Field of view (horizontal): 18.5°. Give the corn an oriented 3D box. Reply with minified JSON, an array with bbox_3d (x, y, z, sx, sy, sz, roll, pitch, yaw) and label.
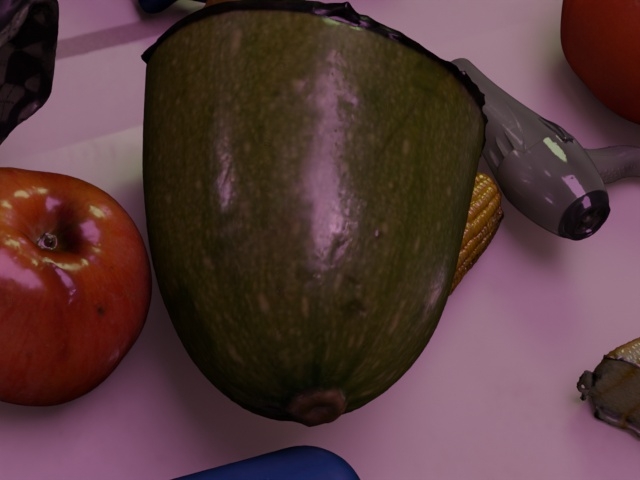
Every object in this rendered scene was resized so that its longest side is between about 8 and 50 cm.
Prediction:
[{"bbox_3d":[0.105,0.011,1.808,0.072,0.072,0.203,38,52,3],"label":"corn"}]

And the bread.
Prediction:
[{"bbox_3d":[0.322,0.121,1.806,0.156,0.103,0.110,32,58,-9],"label":"bread"}]

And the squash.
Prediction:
[{"bbox_3d":[-0.031,0.010,1.629,0.310,0.310,0.309,18,62,-11],"label":"squash"}]

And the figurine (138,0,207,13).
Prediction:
[{"bbox_3d":[-0.231,-0.330,1.855,0.338,0.204,0.283,35,45,-14],"label":"figurine"}]

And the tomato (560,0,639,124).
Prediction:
[{"bbox_3d":[0.365,-0.211,1.983,0.260,0.180,0.260,9,56,-14],"label":"tomato"}]

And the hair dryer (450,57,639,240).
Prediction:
[{"bbox_3d":[0.231,-0.108,1.941,0.229,0.092,0.267,40,32,18],"label":"hair dryer"}]

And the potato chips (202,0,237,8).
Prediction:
[{"bbox_3d":[-0.030,-0.168,1.853,0.202,0.049,0.150,29,60,-18],"label":"potato chips"}]

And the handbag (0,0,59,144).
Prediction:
[{"bbox_3d":[-0.462,-0.152,1.556,0.416,0.180,0.316,25,51,16],"label":"handbag"}]

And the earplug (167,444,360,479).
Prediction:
[{"bbox_3d":[-0.081,0.240,1.557,0.273,0.132,0.132,-16,67,-33],"label":"earplug"}]

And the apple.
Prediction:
[{"bbox_3d":[-0.241,0.032,1.592,0.209,0.164,0.209,12,54,-17],"label":"apple"}]
